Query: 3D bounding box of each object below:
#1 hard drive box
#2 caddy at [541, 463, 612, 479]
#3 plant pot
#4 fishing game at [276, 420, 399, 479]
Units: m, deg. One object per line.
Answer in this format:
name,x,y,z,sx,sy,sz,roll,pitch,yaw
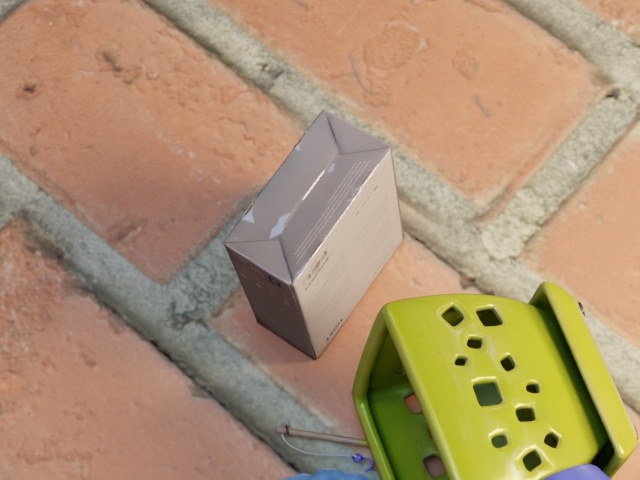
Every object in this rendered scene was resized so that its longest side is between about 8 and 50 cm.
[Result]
hard drive box,0.000,0.000,1.586,0.089,0.232,0.181,31,73,18
caddy,0.224,0.373,1.365,0.341,0.241,0.179,-44,45,7
plant pot,0.174,0.180,1.491,0.207,0.228,0.227,-14,64,-14
fishing game,0.003,0.324,1.552,0.189,0.041,0.264,11,69,13
